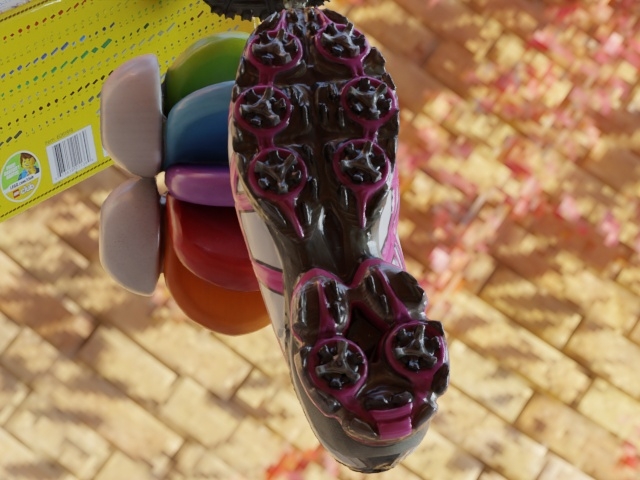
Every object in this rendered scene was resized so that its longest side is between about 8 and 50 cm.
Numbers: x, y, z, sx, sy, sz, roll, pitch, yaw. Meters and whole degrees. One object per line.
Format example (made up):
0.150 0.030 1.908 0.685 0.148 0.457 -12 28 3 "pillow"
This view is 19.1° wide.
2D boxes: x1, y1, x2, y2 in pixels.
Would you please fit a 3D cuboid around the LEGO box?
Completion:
-0.357 -0.181 1.812 0.372 0.500 0.193 18 -54 38 "LEGO box"

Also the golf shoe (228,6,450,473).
0.000 0.000 0.737 0.067 0.186 0.086 -6 -22 -10 "golf shoe"

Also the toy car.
-0.051 -0.030 1.140 0.136 0.159 0.182 -115 -153 -70 "toy car"

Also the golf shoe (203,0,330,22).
0.002 -0.298 1.769 0.105 0.273 0.120 60 1 -34 "golf shoe"
